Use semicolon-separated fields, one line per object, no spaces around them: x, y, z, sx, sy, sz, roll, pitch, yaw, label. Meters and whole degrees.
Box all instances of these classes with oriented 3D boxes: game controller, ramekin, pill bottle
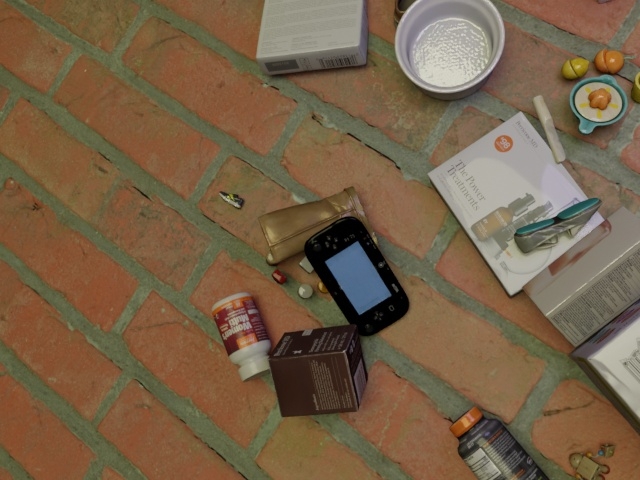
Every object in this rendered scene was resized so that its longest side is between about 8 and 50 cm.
0.096;0.094;1.665;0.166;0.067;0.319;-29;108;12;game controller
0.340;-0.506;1.712;0.277;0.135;0.278;-1;85;13;ramekin
0.416;0.515;1.535;0.130;0.130;0.246;-41;72;7;pill bottle
-0.207;0.263;1.772;0.121;0.121;0.221;-27;74;11;pill bottle

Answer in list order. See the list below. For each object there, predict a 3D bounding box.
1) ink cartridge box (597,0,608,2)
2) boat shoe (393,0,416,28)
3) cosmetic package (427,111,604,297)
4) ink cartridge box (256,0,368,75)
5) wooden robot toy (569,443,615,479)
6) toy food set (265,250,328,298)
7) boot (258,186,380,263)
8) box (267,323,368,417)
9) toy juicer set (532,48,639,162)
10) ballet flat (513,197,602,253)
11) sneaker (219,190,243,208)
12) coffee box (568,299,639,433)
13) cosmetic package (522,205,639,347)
0.708;-0.741;1.572;0.117;0.283;0.208;-16;76;18;ink cartridge box
0.301;-0.729;1.781;0.123;0.116;0.325;25;89;19;boat shoe
0.491;-0.089;1.632;0.284;0.097;0.377;-34;73;6;cosmetic package
-0.013;-0.674;1.906;0.307;0.091;0.385;-2;64;17;ink cartridge box
0.616;0.535;1.518;0.079;0.076;0.173;29;91;54;wooden robot toy
-0.076;0.080;1.794;0.232;0.104;0.111;40;80;1;toy food set
0.000;0.000;1.722;0.269;0.089;0.236;-21;77;-8;boot
-0.001;0.329;1.648;0.203;0.168;0.167;-9;104;15;box
0.652;-0.362;1.592;0.328;0.089;0.209;-34;70;-6;toy juicer set
0.562;-0.031;1.525;0.213;0.072;0.068;-24;103;11;ballet flat
-0.260;-0.124;1.904;0.083;0.031;0.035;34;78;15;sneaker
0.780;0.271;1.355;0.337;0.334;0.338;-40;74;6;coffee box
0.639;0.085;1.493;0.296;0.153;0.129;-41;29;12;cosmetic package
